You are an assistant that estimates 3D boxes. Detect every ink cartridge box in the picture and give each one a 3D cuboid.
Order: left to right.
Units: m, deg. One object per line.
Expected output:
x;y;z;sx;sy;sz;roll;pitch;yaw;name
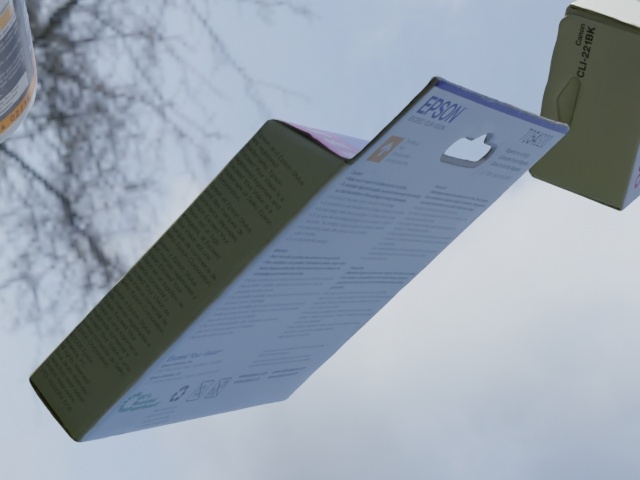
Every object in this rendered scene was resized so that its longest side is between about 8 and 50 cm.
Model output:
0.000;0.000;1.027;0.330;0.324;0.071;-46;-107;15;ink cartridge box
0.345;-0.176;1.561;0.114;0.273;0.197;25;-56;26;ink cartridge box

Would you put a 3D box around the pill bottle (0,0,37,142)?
-0.310;-0.198;1.120;0.162;0.162;0.278;59;-19;28;pill bottle
